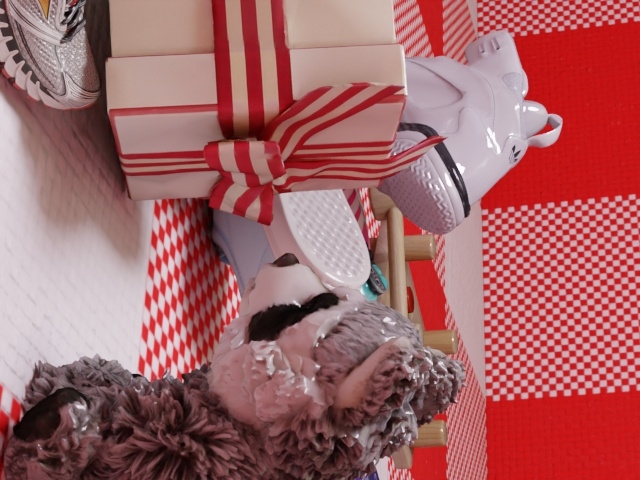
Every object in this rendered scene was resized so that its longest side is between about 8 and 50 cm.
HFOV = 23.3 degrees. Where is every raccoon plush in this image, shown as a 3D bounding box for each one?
[{"bbox_3d":[-0.036,0.237,1.123,0.216,0.299,0.446,-42,125,-74],"label":"raccoon plush"}]

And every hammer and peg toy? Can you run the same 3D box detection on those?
[{"bbox_3d":[0.089,0.103,2.093,0.266,0.127,0.361,-78,158,-48],"label":"hammer and peg toy"}]

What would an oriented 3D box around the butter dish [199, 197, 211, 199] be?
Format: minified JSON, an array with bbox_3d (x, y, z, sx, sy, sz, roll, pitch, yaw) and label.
[{"bbox_3d":[-0.095,-0.119,1.423,0.118,0.160,0.160,-7,91,-54],"label":"butter dish"}]

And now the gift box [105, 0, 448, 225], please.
[{"bbox_3d":[-0.038,-0.161,1.252,0.255,0.276,0.258,82,5,-76],"label":"gift box"}]

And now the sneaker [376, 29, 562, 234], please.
[{"bbox_3d":[0.111,-0.178,1.833,0.366,0.210,0.137,48,-16,33],"label":"sneaker"}]

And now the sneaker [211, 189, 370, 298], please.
[{"bbox_3d":[-0.069,-0.053,1.568,0.135,0.150,0.366,22,36,-34],"label":"sneaker"}]

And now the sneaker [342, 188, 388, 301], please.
[{"bbox_3d":[0.000,0.000,1.789,0.295,0.124,0.178,59,19,-63],"label":"sneaker"}]

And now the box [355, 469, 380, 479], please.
[{"bbox_3d":[-0.011,0.249,1.666,0.184,0.103,0.261,-84,162,-50],"label":"box"}]

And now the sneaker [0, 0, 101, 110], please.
[{"bbox_3d":[-0.193,-0.190,1.091,0.088,0.093,0.225,-81,161,-52],"label":"sneaker"}]
